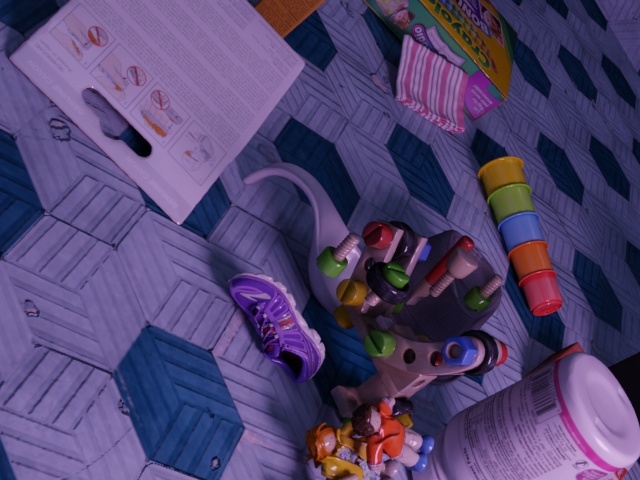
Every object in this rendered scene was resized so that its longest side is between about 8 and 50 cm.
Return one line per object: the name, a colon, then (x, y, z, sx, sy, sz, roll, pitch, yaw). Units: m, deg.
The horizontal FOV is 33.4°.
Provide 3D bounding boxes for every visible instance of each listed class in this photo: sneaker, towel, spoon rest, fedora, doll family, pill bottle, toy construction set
sneaker: (-0.059, 0.112, 1.377, 0.170, 0.068, 0.071, 50, 38, -11)
towel: (0.225, -0.311, 2.124, 0.197, 0.029, 0.144, 24, 65, -40)
spoon rest: (0.000, 0.000, 1.539, 0.276, 0.084, 0.137, 55, 32, 1)
fedora: (0.199, 0.082, 1.689, 0.243, 0.124, 0.275, 49, 32, -10)
doll family: (0.031, 0.314, 1.295, 0.163, 0.118, 0.263, 35, 55, -39)
pill bottle: (0.271, 0.279, 1.440, 0.160, 0.283, 0.160, 33, 38, -31)
toy construction set: (0.104, 0.122, 1.454, 0.257, 0.237, 0.309, 44, 25, 8)

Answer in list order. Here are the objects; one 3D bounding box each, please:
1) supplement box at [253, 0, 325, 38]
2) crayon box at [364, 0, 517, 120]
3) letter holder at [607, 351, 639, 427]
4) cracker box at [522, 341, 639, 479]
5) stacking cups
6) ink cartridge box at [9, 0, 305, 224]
supplement box: (-0.015, -0.426, 1.763, 0.080, 0.233, 0.078, 46, 33, -9)
crayon box: (0.271, -0.484, 2.315, 0.363, 0.106, 0.313, 44, 34, -19)
letter holder: (0.710, 0.262, 2.037, 0.214, 0.302, 0.152, 4, 58, -52)
cracker box: (0.469, 0.311, 1.895, 0.156, 0.067, 0.232, -20, 79, -57)
stacking cups: (0.387, -0.005, 2.071, 0.096, 0.096, 0.316, 16, 54, -46)
ink cartridge box: (-0.224, -0.237, 1.490, 0.308, 0.091, 0.385, 46, 50, -16)
